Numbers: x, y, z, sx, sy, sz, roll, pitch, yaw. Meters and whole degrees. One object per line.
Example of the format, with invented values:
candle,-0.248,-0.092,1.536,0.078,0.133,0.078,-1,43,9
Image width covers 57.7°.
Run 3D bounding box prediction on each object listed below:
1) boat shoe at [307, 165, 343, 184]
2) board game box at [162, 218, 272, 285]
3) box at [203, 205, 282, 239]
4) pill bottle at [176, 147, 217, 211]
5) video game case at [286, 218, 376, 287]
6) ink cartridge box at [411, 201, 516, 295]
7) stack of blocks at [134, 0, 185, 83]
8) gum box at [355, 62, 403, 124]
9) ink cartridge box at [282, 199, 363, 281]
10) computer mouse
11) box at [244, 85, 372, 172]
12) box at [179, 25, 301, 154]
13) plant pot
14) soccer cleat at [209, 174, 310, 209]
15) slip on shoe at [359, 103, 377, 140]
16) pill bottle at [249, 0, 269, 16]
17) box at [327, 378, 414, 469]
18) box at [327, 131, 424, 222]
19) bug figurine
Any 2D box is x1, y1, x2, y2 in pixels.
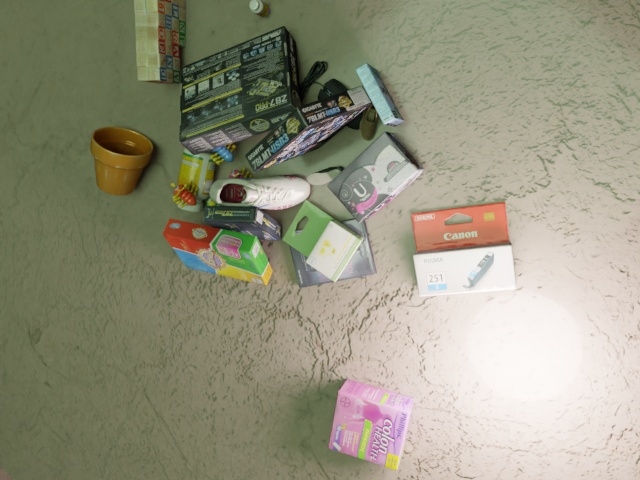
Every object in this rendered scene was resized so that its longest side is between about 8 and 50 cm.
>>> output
boat shoe,0.016,-0.216,1.905,0.125,0.038,0.046,-15,122,27
board game box,-0.341,0.041,1.961,0.317,0.242,0.064,11,62,16
box,-0.251,-0.055,1.913,0.184,0.233,0.059,3,76,17
pill bottle,-0.431,-0.209,2.005,0.118,0.118,0.208,17,103,14
video game case,0.035,0.042,1.947,0.275,0.026,0.195,-12,95,20
ink cartridge box,0.436,0.030,1.797,0.297,0.066,0.260,-7,98,18
stack of blocks,-0.529,-0.676,1.934,0.087,0.171,0.296,4,101,17
gum box,0.181,-0.436,1.754,0.041,0.157,0.184,-27,89,19
ink cartridge box,0.000,0.000,1.911,0.235,0.056,0.171,34,107,8
computer mouse,0.020,-0.430,1.857,0.184,0.060,0.262,-44,84,18
box,-0.036,-0.326,1.716,0.296,0.293,0.073,-31,87,49
box,-0.260,-0.475,1.848,0.395,0.097,0.317,-15,61,18
plant pot,-0.712,-0.270,2.054,0.205,0.205,0.187,30,121,11
soccer cleat,-0.188,-0.146,1.868,0.332,0.143,0.115,-4,103,-12
slip on shoe,0.154,-0.371,1.811,0.052,0.041,0.135,3,123,-11
pill bottle,-0.197,-0.746,1.863,0.044,0.083,0.043,3,100,18
box,0.169,0.612,1.946,0.243,0.117,0.213,13,102,15
box,0.172,-0.194,1.803,0.247,0.142,0.163,-42,85,19
bug figurine,-0.350,-0.193,1.934,0.216,0.072,0.279,39,91,-26
